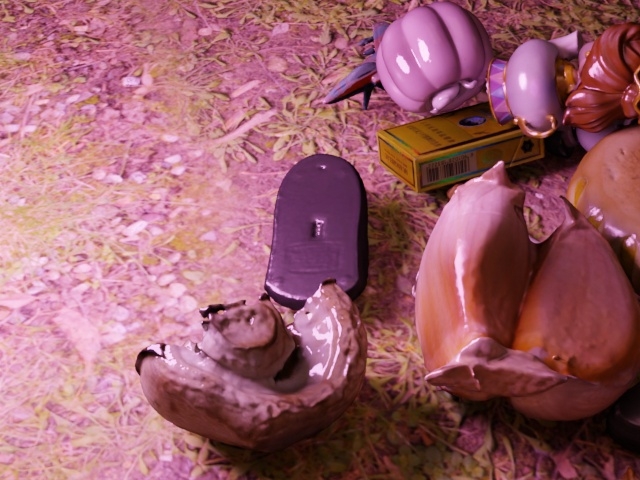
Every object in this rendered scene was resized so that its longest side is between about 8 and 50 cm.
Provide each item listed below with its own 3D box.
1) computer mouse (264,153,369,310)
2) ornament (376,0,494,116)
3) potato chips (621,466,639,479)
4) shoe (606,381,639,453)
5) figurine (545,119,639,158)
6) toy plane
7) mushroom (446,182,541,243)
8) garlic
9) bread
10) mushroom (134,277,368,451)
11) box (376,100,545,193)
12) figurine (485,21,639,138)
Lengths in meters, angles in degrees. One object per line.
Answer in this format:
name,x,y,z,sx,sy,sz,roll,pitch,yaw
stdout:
computer mouse,0.000,0.000,1.621,0.138,0.086,0.269,-3,51,9
ornament,0.178,-0.270,1.771,0.178,0.177,0.177,0,43,0
potato chips,0.342,0.405,1.212,0.080,0.057,0.407,7,44,11
shoe,0.486,0.156,1.413,0.293,0.149,0.109,-15,47,-18
figurine,0.420,-0.182,1.792,0.192,0.147,0.126,14,63,41
toy plane,0.120,-0.282,1.911,0.223,0.104,0.326,34,57,31
mushroom,0.289,-0.004,1.640,0.068,0.043,0.306,4,24,-41
garlic,0.245,0.082,1.442,0.286,0.249,0.313,-11,43,22
bread,0.489,-0.030,1.600,0.333,0.160,0.333,0,41,0
mushroom,-0.072,0.172,1.379,0.267,0.189,0.164,-12,63,-31
box,0.213,-0.147,1.771,0.220,0.064,0.141,-14,26,-17
figurine,0.376,-0.225,1.652,0.263,0.142,0.189,-3,61,27
